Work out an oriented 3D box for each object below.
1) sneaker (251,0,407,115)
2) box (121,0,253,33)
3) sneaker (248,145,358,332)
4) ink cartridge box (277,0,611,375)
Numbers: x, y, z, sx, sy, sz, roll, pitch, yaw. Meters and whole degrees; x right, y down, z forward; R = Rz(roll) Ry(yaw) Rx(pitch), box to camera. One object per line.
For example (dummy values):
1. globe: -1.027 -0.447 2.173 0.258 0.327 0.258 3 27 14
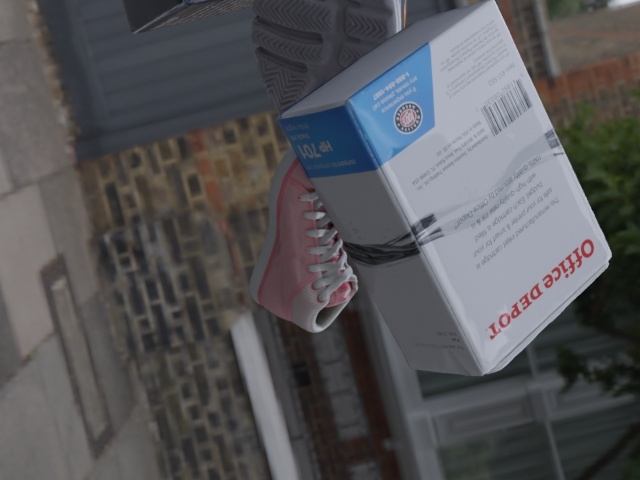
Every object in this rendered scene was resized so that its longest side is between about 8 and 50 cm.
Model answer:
1. sneaker: 0.050 -0.232 0.910 0.180 0.125 0.321 -38 145 -48
2. box: -0.031 -0.409 1.291 0.212 0.396 0.293 1 -73 67
3. sneaker: 0.000 0.000 0.804 0.070 0.051 0.134 36 -55 30
4. ink cartridge box: 0.082 -0.032 0.782 0.082 0.140 0.190 -2 -60 54
